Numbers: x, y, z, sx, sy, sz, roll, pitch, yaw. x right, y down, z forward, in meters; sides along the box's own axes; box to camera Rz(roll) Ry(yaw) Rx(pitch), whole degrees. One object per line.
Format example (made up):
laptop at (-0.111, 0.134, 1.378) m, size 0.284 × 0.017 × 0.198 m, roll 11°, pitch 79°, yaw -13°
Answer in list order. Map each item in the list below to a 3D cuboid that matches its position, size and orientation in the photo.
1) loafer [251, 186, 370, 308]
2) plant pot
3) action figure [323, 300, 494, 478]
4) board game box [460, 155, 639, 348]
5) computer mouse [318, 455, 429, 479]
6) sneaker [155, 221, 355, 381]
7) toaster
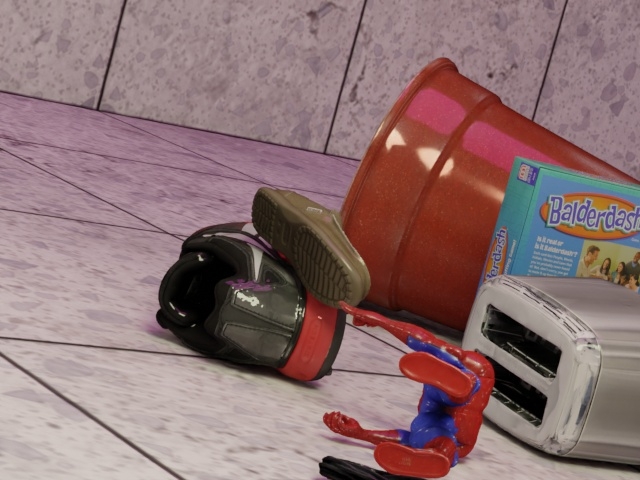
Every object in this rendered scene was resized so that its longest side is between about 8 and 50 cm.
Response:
loafer at (0.000, 0.000, 1.457) m, size 0.050 × 0.056 × 0.148 m, roll -11°, pitch 40°, yaw -32°
plant pot at (0.186, -0.009, 1.871) m, size 0.265 × 0.272 × 0.272 m, roll 26°, pitch 11°, yaw 16°
action figure at (0.050, 0.103, 1.291) m, size 0.139 × 0.091 × 0.280 m, roll 18°, pitch 0°, yaw 12°
board game box at (0.221, 0.043, 1.663) m, size 0.160 × 0.210 × 0.047 m, roll 12°, pitch 9°, yaw -27°
computer mouse at (0.089, 0.178, 1.134) m, size 0.242 × 0.041 × 0.071 m, roll 14°, pitch -1°, yaw 45°
sneaker at (-0.081, 0.035, 1.548) m, size 0.135 × 0.097 × 0.276 m, roll 14°, pitch 9°, yaw -25°
toaster at (0.215, 0.107, 1.517) m, size 0.146 × 0.129 × 0.227 m, roll 6°, pitch 17°, yaw -31°
